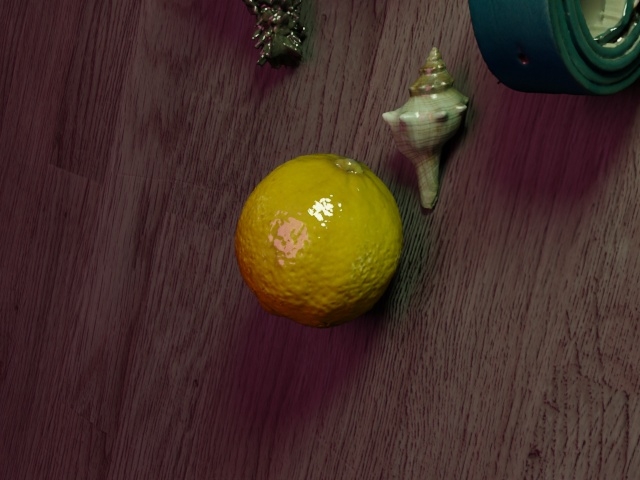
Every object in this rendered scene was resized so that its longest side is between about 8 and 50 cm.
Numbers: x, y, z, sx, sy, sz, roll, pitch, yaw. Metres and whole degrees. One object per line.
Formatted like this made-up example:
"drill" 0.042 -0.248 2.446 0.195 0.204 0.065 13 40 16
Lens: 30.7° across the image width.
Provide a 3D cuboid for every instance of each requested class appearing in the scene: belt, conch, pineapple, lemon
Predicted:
"belt" 0.344 -0.407 1.530 0.173 0.300 0.436 7 90 46
"conch" 0.155 -0.188 1.846 0.234 0.114 0.137 -65 33 26
"pineapple" -0.105 -0.490 2.117 0.202 0.202 0.361 -8 92 46
"lemon" -0.001 0.001 1.872 0.293 0.293 0.293 -7 80 46
